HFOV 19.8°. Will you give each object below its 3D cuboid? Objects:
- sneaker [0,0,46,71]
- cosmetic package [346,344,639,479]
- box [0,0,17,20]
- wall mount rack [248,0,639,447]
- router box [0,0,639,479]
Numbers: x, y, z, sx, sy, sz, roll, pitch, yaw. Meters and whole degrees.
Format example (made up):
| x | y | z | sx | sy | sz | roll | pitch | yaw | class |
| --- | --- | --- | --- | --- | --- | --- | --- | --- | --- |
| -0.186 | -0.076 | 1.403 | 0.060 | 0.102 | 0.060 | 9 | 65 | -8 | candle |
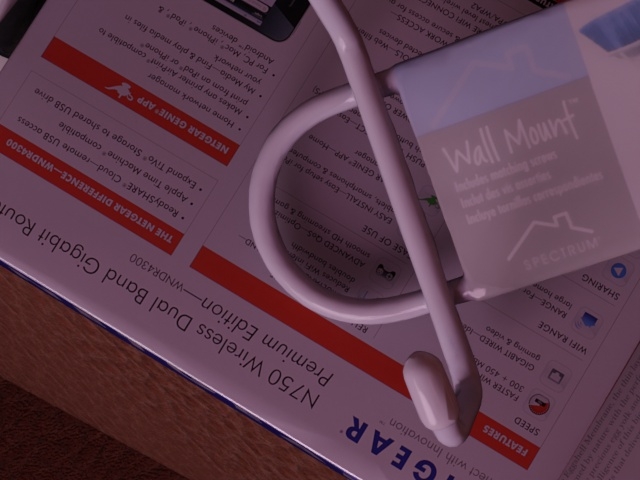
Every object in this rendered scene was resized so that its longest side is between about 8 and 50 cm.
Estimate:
| x | y | z | sx | sy | sz | roll | pitch | yaw | class |
| --- | --- | --- | --- | --- | --- | --- | --- | --- | --- |
| -0.189 | -0.161 | 1.404 | 0.124 | 0.107 | 0.283 | 18 | 167 | -2 | sneaker |
| 0.141 | 0.170 | 1.035 | 0.225 | 0.224 | 0.138 | 42 | 164 | -28 | cosmetic package |
| -0.122 | -0.260 | 0.760 | 0.168 | 0.215 | 0.345 | 36 | 163 | -8 | box |
| 0.101 | -0.092 | 0.757 | 0.130 | 0.350 | 0.304 | -34 | -76 | -75 | wall mount rack |
| 0.022 | -0.052 | 0.914 | 0.335 | 0.301 | 0.082 | 31 | 173 | 7 | router box |
